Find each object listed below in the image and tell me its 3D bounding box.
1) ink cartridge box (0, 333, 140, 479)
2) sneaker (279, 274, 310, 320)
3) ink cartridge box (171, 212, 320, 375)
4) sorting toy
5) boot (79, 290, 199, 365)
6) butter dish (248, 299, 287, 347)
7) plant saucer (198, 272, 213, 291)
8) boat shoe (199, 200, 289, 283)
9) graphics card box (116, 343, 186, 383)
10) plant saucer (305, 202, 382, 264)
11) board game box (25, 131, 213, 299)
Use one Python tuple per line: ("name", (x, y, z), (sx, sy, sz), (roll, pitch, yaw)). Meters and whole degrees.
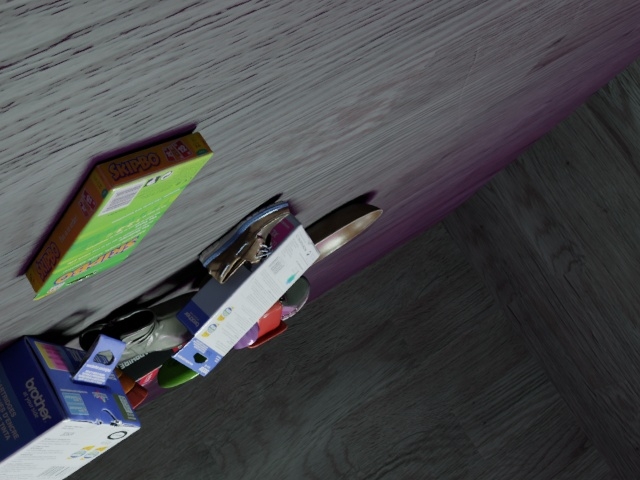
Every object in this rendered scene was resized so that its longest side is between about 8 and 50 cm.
("ink cartridge box", (-0.457, 0.289, 1.362), (0.395, 0.151, 0.270), (-32, 163, 2))
("sneaker", (-0.146, 0.170, 2.353), (0.281, 0.106, 0.162), (-32, 170, -10))
("ink cartridge box", (-0.138, 0.094, 1.584), (0.311, 0.065, 0.186), (-48, 161, -7))
("sorting toy", (-0.298, 0.207, 1.709), (0.365, 0.126, 0.127), (-28, -168, -4))
("boot", (-0.291, 0.148, 1.559), (0.246, 0.083, 0.161), (-25, 170, -18))
("butter dish", (-0.156, 0.146, 2.072), (0.160, 0.160, 0.118), (-24, 145, -55))
("plant saucer", (-0.142, 0.045, 1.747), (0.241, 0.037, 0.241), (-33, 174, -4))
("boat shoe", (-0.111, 0.004, 1.464), (0.183, 0.066, 0.066), (-37, 173, 25))
("graphics card box", (-0.459, 0.304, 1.873), (0.371, 0.094, 0.233), (-29, 172, -27))
("plant saucer", (0.000, 0.000, 2.051), (0.310, 0.050, 0.310), (-34, 174, -4))
("board game box", (-0.218, -0.019, 0.940), (0.124, 0.039, 0.259), (-27, 168, -42))
